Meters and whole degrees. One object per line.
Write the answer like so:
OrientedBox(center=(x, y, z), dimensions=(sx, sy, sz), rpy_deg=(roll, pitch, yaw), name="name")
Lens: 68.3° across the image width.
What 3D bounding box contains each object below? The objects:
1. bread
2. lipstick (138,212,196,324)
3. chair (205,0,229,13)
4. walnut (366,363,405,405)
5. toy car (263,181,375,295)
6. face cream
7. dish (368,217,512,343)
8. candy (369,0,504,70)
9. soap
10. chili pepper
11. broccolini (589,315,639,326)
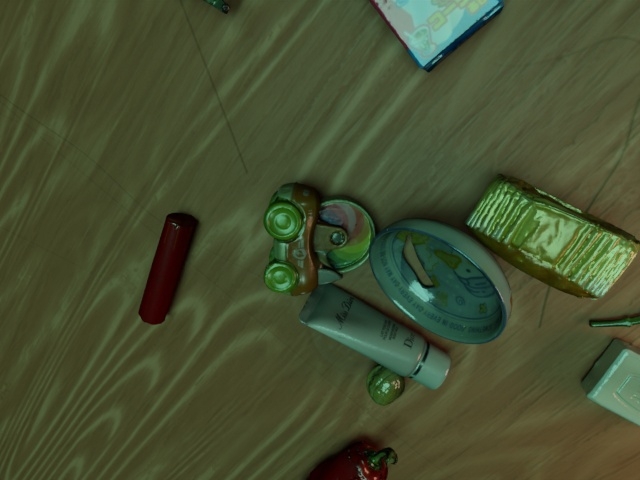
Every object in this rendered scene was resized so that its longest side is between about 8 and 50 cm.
OrientedBox(center=(0.376, -0.008, 0.790), dimensions=(0.250, 0.179, 0.133), rpy_deg=(28, 107, 10), name="bread")
OrientedBox(center=(-0.357, 0.066, 1.092), dimensions=(0.073, 0.073, 0.279), rpy_deg=(28, 112, 8), name="lipstick")
OrientedBox(center=(-0.245, -0.534, 0.870), dimensions=(0.270, 0.147, 0.136), rpy_deg=(49, 119, 47), name="chair")
OrientedBox(center=(0.139, 0.302, 0.999), dimensions=(0.092, 0.092, 0.092), rpy_deg=(5, 106, 16), name="walnut")
OrientedBox(center=(0.000, 0.000, 0.941), dimensions=(0.235, 0.145, 0.235), rpy_deg=(0, 108, 0), name="toy car")
OrientedBox(center=(0.112, 0.195, 0.964), dimensions=(0.314, 0.143, 0.089), rpy_deg=(28, 128, 2), name="face cream")
OrientedBox(center=(0.236, 0.048, 0.871), dimensions=(0.273, 0.134, 0.273), rpy_deg=(32, 148, 23), name="dish")
OrientedBox(center=(0.145, -0.450, 0.778), dimensions=(0.157, 0.100, 0.305), rpy_deg=(-37, 93, 24), name="candy")
OrientedBox(center=(0.599, 0.275, 0.863), dimensions=(0.183, 0.064, 0.121), rpy_deg=(27, 109, 8), name="soap")
OrientedBox(center=(0.050, 0.557, 1.092), dimensions=(0.110, 0.110, 0.387), rpy_deg=(45, 118, 1), name="chili pepper")
OrientedBox(center=(0.602, 0.133, 0.841), dimensions=(0.218, 0.044, 0.042), rpy_deg=(-7, 118, 24), name="broccolini")
